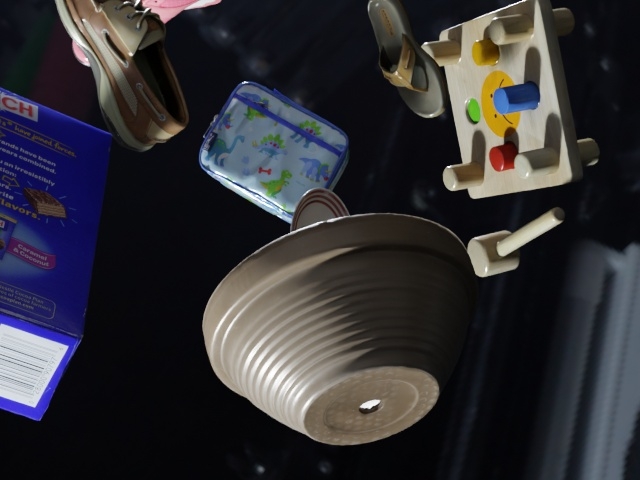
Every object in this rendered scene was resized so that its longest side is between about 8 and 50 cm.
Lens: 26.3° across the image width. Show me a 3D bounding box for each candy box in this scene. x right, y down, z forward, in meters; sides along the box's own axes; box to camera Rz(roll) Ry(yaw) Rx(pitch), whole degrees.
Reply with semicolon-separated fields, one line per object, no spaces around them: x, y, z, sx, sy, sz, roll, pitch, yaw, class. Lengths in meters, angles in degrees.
-0.340;-0.021;1.248;0.122;0.268;0.317;-56;-159;33;candy box

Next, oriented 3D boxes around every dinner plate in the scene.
0.000;0.000;1.838;0.017;0.141;0.141;-5;-127;38;dinner plate

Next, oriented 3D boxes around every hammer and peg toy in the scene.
0.276;-0.141;1.913;0.266;0.127;0.361;-10;-88;63;hammer and peg toy

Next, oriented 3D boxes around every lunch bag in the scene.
-0.072;-0.142;2.191;0.176;0.219;0.090;-58;174;-6;lunch bag

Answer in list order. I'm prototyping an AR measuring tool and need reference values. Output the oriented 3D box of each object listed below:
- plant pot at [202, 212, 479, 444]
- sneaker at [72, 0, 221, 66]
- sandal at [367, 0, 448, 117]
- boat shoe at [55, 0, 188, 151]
0.027;0.093;1.135;0.237;0.237;0.110;-33;-130;20;plant pot
-0.280;-0.391;2.189;0.314;0.136;0.116;-31;-99;11;sneaker
0.103;-0.238;1.784;0.072;0.180;0.049;-25;-179;45;sandal
-0.275;-0.292;1.971;0.120;0.324;0.122;-12;-163;32;boat shoe
